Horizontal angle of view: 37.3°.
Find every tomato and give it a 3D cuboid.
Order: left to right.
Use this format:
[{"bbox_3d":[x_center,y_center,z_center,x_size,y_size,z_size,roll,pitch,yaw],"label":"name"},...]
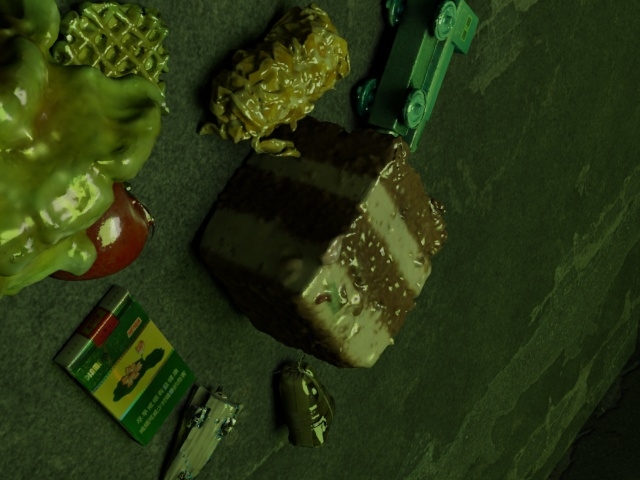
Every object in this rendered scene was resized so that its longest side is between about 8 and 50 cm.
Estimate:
[{"bbox_3d":[-0.281,-0.026,1.098,0.167,0.167,0.167,-32,131,-44],"label":"tomato"}]

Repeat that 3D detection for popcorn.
[{"bbox_3d":[-0.335,-0.065,0.871,0.335,0.279,0.274,-26,87,-46],"label":"popcorn"}]

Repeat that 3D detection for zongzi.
[{"bbox_3d":[-0.018,0.257,1.725,0.178,0.081,0.189,-53,135,-62],"label":"zongzi"}]

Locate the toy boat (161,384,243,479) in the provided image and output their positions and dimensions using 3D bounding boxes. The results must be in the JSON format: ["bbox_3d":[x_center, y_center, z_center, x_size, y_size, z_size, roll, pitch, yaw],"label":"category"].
[{"bbox_3d":[-0.199,0.326,1.484,0.084,0.066,0.210,29,92,-24],"label":"toy boat"}]

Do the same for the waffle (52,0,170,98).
[{"bbox_3d":[-0.252,-0.203,1.143,0.183,0.036,0.169,-15,122,-50],"label":"waffle"}]

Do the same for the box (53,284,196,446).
[{"bbox_3d":[-0.266,0.180,1.327,0.132,0.034,0.235,-54,144,-22],"label":"box"}]

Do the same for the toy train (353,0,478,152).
[{"bbox_3d":[0.169,-0.296,1.644,0.194,0.120,0.298,18,92,-62],"label":"toy train"}]

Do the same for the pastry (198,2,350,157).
[{"bbox_3d":[-0.060,-0.216,1.349,0.250,0.102,0.154,-49,133,-26],"label":"pastry"}]

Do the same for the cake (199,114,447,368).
[{"bbox_3d":[0.000,0.000,1.414,0.290,0.282,0.256,-52,137,-19],"label":"cake"}]
